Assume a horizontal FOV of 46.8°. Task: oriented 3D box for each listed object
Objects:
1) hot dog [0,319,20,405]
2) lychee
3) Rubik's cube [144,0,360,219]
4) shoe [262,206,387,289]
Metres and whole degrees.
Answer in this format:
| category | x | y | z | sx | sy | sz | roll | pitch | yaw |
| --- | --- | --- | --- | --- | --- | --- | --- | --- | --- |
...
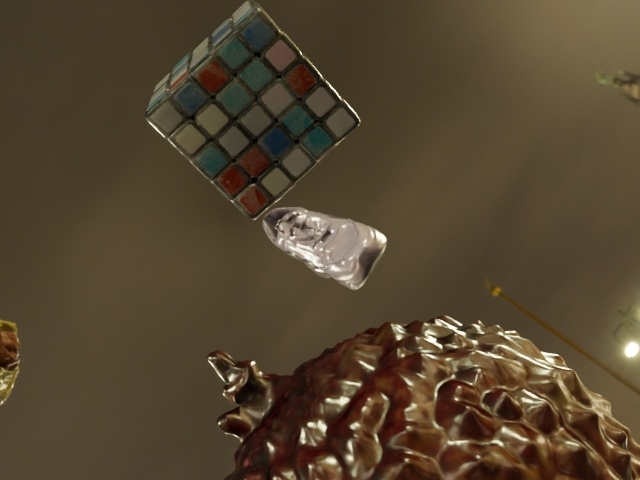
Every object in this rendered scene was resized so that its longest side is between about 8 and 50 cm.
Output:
| category | x | y | z | sx | sy | sz | roll | pitch | yaw |
| --- | --- | --- | --- | --- | --- | --- | --- | --- | --- |
| hot dog | -0.482 | 0.164 | 0.931 | 0.213 | 0.146 | 0.103 | -19 | -49 | -5 |
| lychee | 0.084 | 0.265 | 0.677 | 0.424 | 0.500 | 0.424 | -42 | -21 | -20 |
| Rubik's cube | -0.136 | -0.264 | 1.445 | 0.292 | 0.293 | 0.287 | -42 | -69 | 6 |
| shoe | 0.000 | 0.000 | 1.099 | 0.137 | 0.245 | 0.095 | 29 | -98 | -19 |
